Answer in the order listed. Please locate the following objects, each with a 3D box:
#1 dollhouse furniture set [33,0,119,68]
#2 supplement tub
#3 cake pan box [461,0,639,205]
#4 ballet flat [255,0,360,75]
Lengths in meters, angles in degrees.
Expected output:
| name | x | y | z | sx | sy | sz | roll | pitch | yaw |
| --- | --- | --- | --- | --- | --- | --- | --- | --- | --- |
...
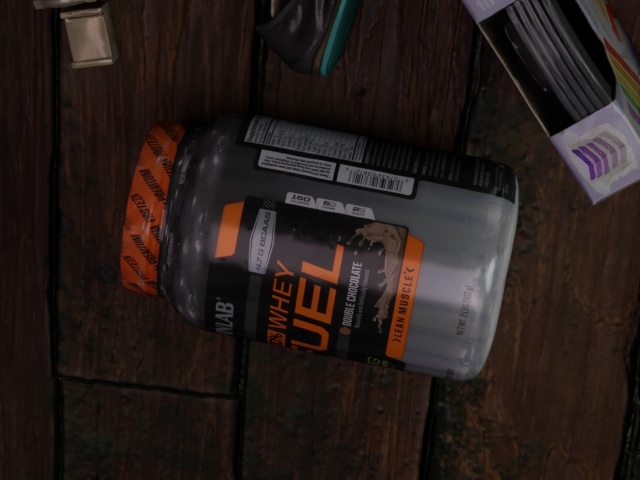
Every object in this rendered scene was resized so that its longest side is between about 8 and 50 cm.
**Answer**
| name | x | y | z | sx | sy | sz | roll | pitch | yaw |
| --- | --- | --- | --- | --- | --- | --- | --- | --- | --- |
| dollhouse furniture set | -0.175 | -0.247 | 1.283 | 0.160 | 0.101 | 0.182 | -6 | 111 | 10 |
| supplement tub | 0.000 | 0.000 | 1.303 | 0.338 | 0.207 | 0.207 | 11 | 113 | 4 |
| cake pan box | 0.191 | -0.182 | 1.174 | 0.070 | 0.267 | 0.246 | -31 | 102 | 22 |
| ballet flat | 0.018 | -0.278 | 1.254 | 0.096 | 0.095 | 0.280 | 31 | 113 | 7 |
